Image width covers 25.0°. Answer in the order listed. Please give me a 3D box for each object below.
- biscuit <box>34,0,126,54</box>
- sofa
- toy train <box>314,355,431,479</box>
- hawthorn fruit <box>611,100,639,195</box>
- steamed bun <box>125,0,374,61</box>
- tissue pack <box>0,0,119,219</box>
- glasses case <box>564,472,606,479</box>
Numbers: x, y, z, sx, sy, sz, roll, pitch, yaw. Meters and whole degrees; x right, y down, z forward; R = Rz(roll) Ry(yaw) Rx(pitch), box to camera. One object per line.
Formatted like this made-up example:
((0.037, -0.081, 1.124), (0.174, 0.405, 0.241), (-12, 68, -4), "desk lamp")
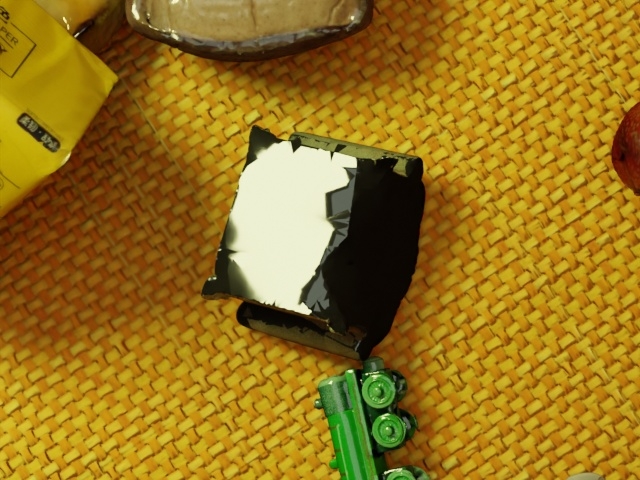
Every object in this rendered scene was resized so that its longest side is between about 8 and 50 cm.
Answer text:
((-0.369, -0.324, 1.789), (0.296, 0.102, 0.296), (-2, 66, 4), "biscuit")
((0.000, 0.000, 1.759), (0.200, 0.182, 0.258), (14, 85, 21), "sofa")
((0.065, 0.270, 1.754), (0.119, 0.085, 0.251), (-16, 80, 16), "toy train")
((0.446, -0.111, 1.735), (0.179, 0.173, 0.173), (-24, 84, 0), "hawthorn fruit")
((-0.085, -0.346, 1.759), (0.301, 0.199, 0.251), (-1, 100, -4), "steamed bun")
((-0.468, -0.185, 1.596), (0.382, 0.228, 0.293), (41, 124, -18), "tissue pack")
((0.330, 0.364, 1.751), (0.063, 0.041, 0.164), (-7, 85, 1), "glasses case")
